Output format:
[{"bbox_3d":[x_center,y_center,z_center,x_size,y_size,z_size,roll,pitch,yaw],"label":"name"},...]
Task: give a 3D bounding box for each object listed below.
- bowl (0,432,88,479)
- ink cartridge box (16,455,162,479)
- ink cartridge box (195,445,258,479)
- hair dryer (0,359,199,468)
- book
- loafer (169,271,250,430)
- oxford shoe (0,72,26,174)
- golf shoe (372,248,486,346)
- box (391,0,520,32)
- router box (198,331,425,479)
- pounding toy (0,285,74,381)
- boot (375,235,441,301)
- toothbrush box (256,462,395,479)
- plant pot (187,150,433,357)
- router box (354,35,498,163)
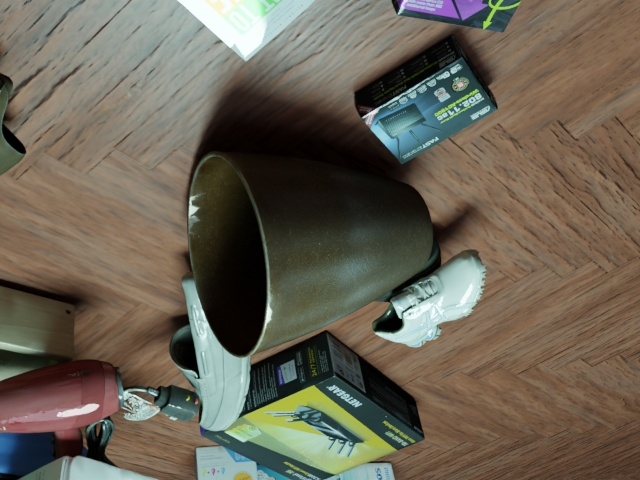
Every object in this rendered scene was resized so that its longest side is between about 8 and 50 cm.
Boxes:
[{"bbox_3d":[-0.520,0.370,1.164,0.391,0.077,0.391,-7,142,-6],"label":"bowl"},{"bbox_3d":[-0.348,0.401,1.083,0.283,0.117,0.207,-29,138,26],"label":"ink cartridge box"},{"bbox_3d":[-0.157,0.446,1.408,0.104,0.181,0.061,-2,141,-12],"label":"ink cartridge box"},{"bbox_3d":[-0.310,0.240,1.013,0.293,0.080,0.223,32,106,-38],"label":"hair dryer"},{"bbox_3d":[-0.079,-0.234,0.706,0.096,0.035,0.144,-35,135,21],"label":"book"},{"bbox_3d":[-0.148,0.148,1.107,0.112,0.112,0.319,4,132,-11],"label":"loafer"},{"bbox_3d":[-0.331,-0.146,0.725,0.096,0.083,0.227,-28,143,-11],"label":"oxford shoe"},{"bbox_3d":[0.133,0.076,1.026,0.086,0.069,0.176,6,136,-35],"label":"golf shoe"},{"bbox_3d":[0.145,-0.263,0.725,0.116,0.029,0.162,4,138,-18],"label":"box"},{"bbox_3d":[-0.009,0.284,1.325,0.243,0.081,0.309,-27,139,19],"label":"router box"},{"bbox_3d":[-0.439,0.131,1.013,0.206,0.094,0.181,20,131,-34],"label":"pounding toy"},{"bbox_3d":[0.075,0.071,1.094,0.198,0.076,0.137,-18,147,9],"label":"boot"},{"bbox_3d":[-0.019,0.535,1.601,0.296,0.126,0.216,5,139,-22],"label":"toothbrush box"},{"bbox_3d":[0.000,0.000,0.900,0.230,0.215,0.215,-9,144,-27],"label":"plant pot"},{"bbox_3d":[0.110,-0.143,0.857,0.122,0.038,0.092,-29,139,21],"label":"router box"}]
